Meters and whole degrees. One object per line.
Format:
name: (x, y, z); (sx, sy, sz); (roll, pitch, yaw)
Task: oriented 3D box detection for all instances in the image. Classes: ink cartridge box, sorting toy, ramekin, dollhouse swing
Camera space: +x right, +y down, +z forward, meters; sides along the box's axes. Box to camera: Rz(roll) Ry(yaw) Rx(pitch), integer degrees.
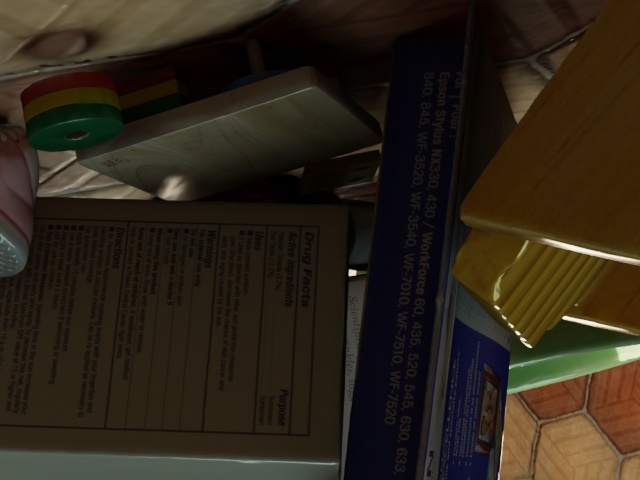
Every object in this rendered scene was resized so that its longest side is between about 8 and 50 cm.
ink cartridge box: (0.064, 0.049, 0.808); (0.072, 0.304, 0.307); (5, 172, 17)
sorting toy: (-0.045, -0.067, 0.768); (0.132, 0.046, 0.274); (-16, 167, 15)
ramekin: (0.178, 0.064, 1.369); (0.303, 0.148, 0.303); (-12, 168, -3)
dollhouse swing: (0.288, -0.010, 0.677); (0.315, 0.305, 0.347); (-54, 165, 0)

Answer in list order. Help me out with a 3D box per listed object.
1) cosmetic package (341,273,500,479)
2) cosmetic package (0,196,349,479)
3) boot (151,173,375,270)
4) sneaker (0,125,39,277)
cosmetic package: (-0.005, 0.142, 1.236); (0.156, 0.217, 0.385); (-7, 176, -23)
cosmetic package: (-0.138, 0.066, 0.813); (0.309, 0.160, 0.113); (3, 153, 2)
boot: (0.001, -0.002, 1.010); (0.189, 0.076, 0.208); (9, 177, 40)
sneaker: (-0.190, -0.045, 0.738); (0.051, 0.070, 0.134); (-8, 141, 19)
